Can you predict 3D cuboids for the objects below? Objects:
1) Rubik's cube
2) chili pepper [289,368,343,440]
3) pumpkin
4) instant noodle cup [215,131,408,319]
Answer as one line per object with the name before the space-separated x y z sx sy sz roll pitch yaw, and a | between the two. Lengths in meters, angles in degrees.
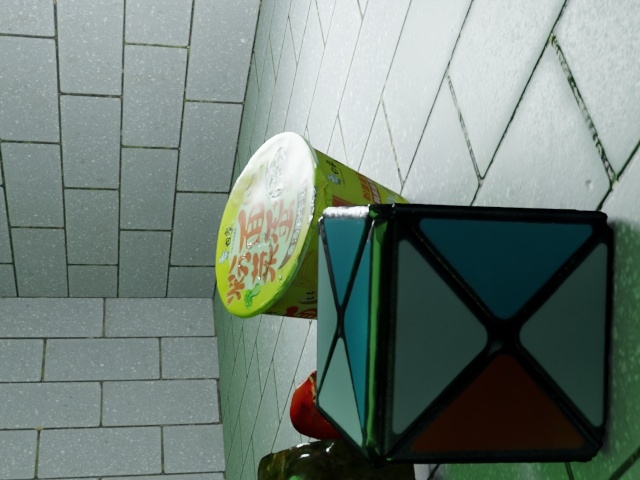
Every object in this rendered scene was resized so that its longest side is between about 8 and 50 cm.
Rubik's cube | 0.136 0.087 0.965 0.248 0.250 0.246 -178 89 -75
chili pepper | 0.003 0.330 1.802 0.338 0.135 0.131 129 127 -68
pumpkin | 0.028 0.424 1.412 0.303 0.256 0.225 82 179 -63
instant noodle cup | 0.000 0.000 1.482 0.311 0.222 0.311 -33 49 49
